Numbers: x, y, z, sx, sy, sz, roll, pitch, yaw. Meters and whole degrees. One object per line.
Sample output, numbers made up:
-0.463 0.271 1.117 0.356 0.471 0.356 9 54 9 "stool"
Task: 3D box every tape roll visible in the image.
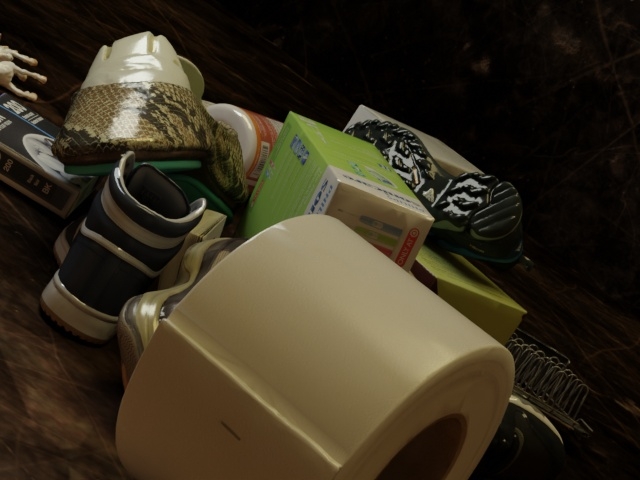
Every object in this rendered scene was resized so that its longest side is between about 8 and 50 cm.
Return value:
-0.001 0.127 1.084 0.169 0.246 0.246 38 12 25 "tape roll"

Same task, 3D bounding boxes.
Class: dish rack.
0.272 0.172 2.078 0.208 0.074 0.271 29 6 -14 "dish rack"

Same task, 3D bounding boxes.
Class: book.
-0.134 0.025 1.544 0.035 0.096 0.144 18 11 4 "book"

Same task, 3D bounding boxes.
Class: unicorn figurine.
-0.417 -0.231 1.992 0.111 0.060 0.162 24 -2 -37 "unicorn figurine"

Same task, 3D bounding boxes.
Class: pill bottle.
-0.101 -0.127 2.236 0.121 0.121 0.216 38 11 24 "pill bottle"

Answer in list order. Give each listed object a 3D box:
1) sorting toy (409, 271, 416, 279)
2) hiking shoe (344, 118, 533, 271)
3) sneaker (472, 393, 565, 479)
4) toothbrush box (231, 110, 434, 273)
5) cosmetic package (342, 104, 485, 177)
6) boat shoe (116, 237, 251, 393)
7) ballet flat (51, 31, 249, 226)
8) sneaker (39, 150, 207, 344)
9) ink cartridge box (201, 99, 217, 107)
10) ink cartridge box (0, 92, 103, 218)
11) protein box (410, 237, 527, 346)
0.069 0.098 1.737 0.046 0.132 0.274 49 4 -24 "sorting toy"
0.133 -0.049 1.959 0.304 0.113 0.132 33 -22 35 "hiking shoe"
0.131 0.208 1.558 0.283 0.107 0.124 26 27 -17 "sneaker"
0.000 0.000 1.710 0.122 0.206 0.283 21 14 -17 "toothbrush box"
0.096 -0.046 2.162 0.138 0.224 0.224 40 13 31 "cosmetic package"
-0.065 0.076 1.331 0.130 0.132 0.355 -5 13 13 "boat shoe"
-0.180 -0.127 1.653 0.164 0.182 0.483 -2 -7 8 "ballet flat"
-0.180 -0.013 1.425 0.099 0.153 0.282 31 11 -10 "sneaker"
-0.175 -0.204 2.630 0.179 0.045 0.145 15 11 2 "ink cartridge box"
-0.344 -0.111 1.683 0.208 0.045 0.206 31 11 -5 "ink cartridge box"
0.111 0.071 1.927 0.200 0.136 0.201 21 16 -46 "protein box"
